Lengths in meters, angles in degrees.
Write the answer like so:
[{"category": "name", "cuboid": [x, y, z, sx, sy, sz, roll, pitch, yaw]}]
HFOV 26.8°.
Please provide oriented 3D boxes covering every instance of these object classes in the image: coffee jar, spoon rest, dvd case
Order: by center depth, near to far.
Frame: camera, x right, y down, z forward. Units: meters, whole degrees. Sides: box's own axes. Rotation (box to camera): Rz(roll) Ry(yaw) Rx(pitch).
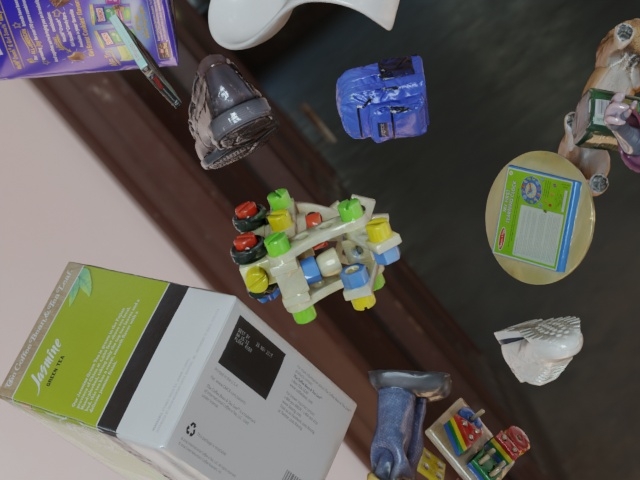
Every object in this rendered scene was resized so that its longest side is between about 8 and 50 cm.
[{"category": "spoon rest", "cuboid": [-0.037, -0.297, 1.637, 0.276, 0.084, 0.137, 7, 80, 38]}, {"category": "dvd case", "cuboid": [-0.214, -0.219, 1.649, 0.013, 0.087, 0.119, -35, -24, 4]}, {"category": "coffee jar", "cuboid": [0.472, -0.170, 1.986, 0.096, 0.184, 0.079, 114, 163, -71]}]

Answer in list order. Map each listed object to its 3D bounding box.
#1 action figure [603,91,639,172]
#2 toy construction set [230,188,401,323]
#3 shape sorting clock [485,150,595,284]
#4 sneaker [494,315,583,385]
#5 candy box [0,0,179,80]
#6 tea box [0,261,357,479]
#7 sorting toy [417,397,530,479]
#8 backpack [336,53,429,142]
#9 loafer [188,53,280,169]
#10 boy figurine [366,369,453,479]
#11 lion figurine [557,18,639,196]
[{"category": "action figure", "cuboid": [0.451, -0.077, 1.432, 0.248, 0.276, 0.370, -13, 43, 19]}, {"category": "toy construction set", "cuboid": [0.000, 0.000, 1.740, 0.215, 0.151, 0.328, -19, 9, 6]}, {"category": "shape sorting clock", "cuboid": [0.338, -0.035, 2.075, 0.040, 0.206, 0.206, -2, -21, -47]}, {"category": "sneaker", "cuboid": [0.342, 0.171, 2.034, 0.090, 0.095, 0.235, -15, -1, -11]}, {"category": "candy box", "cuboid": [-0.387, -0.371, 2.039, 0.317, 0.122, 0.268, -5, -26, -3]}, {"category": "tea box", "cuboid": [-0.189, 0.216, 1.826, 0.323, 0.329, 0.220, 10, 65, 39]}, {"category": "sorting toy", "cuboid": [0.234, 0.307, 2.024, 0.046, 0.132, 0.274, -43, -7, 31]}, {"category": "backpack", "cuboid": [0.081, -0.184, 1.779, 0.120, 0.098, 0.101, -7, 44, 3]}, {"category": "loafer", "cuboid": [-0.112, -0.159, 1.651, 0.109, 0.095, 0.302, -27, -2, -8]}, {"category": "boy figurine", "cuboid": [0.075, 0.265, 1.268, 0.092, 0.285, 0.177, 1, -15, 8]}, {"category": "lion figurine", "cuboid": [0.468, -0.214, 2.208, 0.392, 0.142, 0.240, -55, -5, -3]}]
